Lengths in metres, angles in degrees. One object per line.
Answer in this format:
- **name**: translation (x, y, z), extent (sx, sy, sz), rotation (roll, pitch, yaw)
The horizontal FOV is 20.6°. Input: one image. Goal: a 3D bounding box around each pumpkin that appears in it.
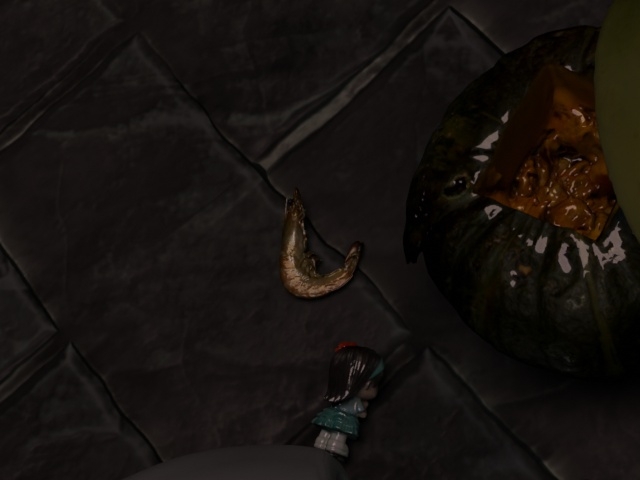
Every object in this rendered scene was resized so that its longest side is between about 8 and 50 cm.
- **pumpkin**: translation (0.231, -0.036, 1.496), extent (0.320, 0.192, 0.320), rotation (-8, 61, 14)

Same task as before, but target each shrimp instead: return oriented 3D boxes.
- **shrimp**: translation (0.000, 0.000, 1.663), extent (0.083, 0.023, 0.114), rotation (-9, 69, 13)

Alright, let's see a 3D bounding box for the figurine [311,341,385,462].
- **figurine**: translation (0.021, 0.142, 1.577), extent (0.060, 0.047, 0.106), rotation (1, 69, 60)

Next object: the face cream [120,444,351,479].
- **face cream**: translation (-0.112, 0.338, 1.428), extent (0.357, 0.219, 0.312), rotation (-26, 62, 7)

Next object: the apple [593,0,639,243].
- **apple**: translation (0.392, -0.090, 1.384), extent (0.311, 0.320, 0.360), rotation (-28, 80, 16)

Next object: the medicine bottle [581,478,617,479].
- **medicine bottle**: translation (0.219, 0.319, 1.223), extent (0.213, 0.379, 0.213), rotation (-8, 63, 16)
